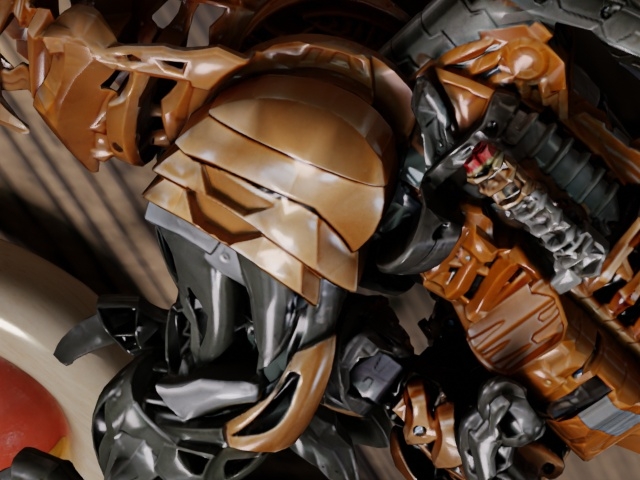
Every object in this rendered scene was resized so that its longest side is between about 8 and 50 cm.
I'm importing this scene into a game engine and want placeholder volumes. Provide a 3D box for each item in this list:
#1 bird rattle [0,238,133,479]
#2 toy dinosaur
[{"bbox_3d":[-0.163,0.043,0.575,0.207,0.143,0.253,10,126,1],"label":"bird rattle"},{"bbox_3d":[0.000,0.000,0.423,0.322,0.164,0.218,36,128,17],"label":"toy dinosaur"}]
